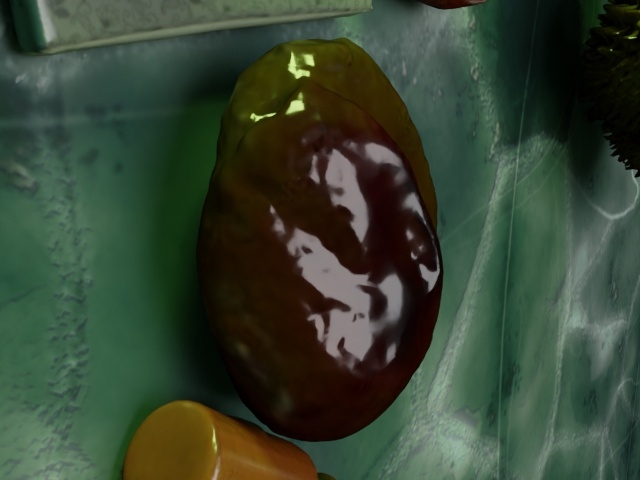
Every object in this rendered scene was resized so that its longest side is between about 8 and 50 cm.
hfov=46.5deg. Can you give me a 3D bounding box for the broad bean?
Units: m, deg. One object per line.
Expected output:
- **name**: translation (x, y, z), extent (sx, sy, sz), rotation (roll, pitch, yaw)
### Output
- **broad bean**: translation (-0.003, 0.000, 0.436), extent (0.156, 0.122, 0.228), rotation (-11, 98, -34)

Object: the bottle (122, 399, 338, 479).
- **bottle**: translation (-0.036, 0.153, 0.456), extent (0.187, 0.069, 0.069), rotation (43, 60, -50)

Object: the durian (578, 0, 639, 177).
- **durian**: translation (0.483, -0.201, 0.837), extent (0.348, 0.385, 0.347), rotation (14, 73, -53)

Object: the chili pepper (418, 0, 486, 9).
- **chili pepper**: translation (0.109, -0.227, 0.583), extent (0.192, 0.086, 0.084), rotation (-3, 68, -44)

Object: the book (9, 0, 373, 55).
- **book**: translation (-0.075, -0.298, 0.374), extent (0.264, 0.031, 0.379), rotation (-27, 115, -47)
